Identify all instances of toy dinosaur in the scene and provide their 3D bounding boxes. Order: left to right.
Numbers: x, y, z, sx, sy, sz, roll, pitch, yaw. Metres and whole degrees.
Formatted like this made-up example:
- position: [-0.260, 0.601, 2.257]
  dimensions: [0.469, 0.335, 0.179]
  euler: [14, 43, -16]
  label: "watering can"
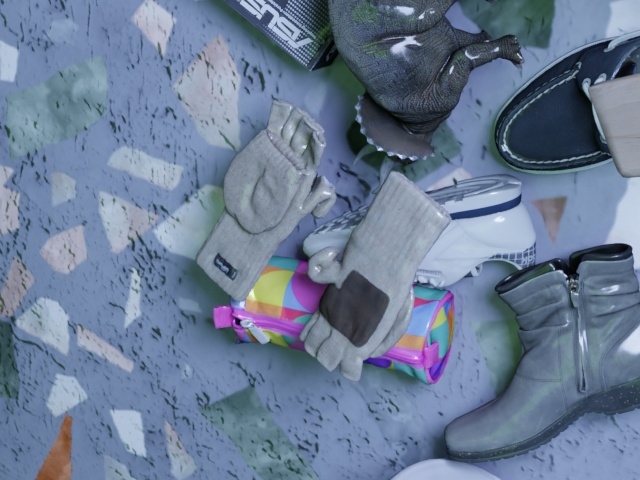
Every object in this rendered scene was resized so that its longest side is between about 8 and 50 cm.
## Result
- position: [0.075, -0.188, 1.004]
  dimensions: [0.160, 0.121, 0.313]
  euler: [-26, 121, -4]
  label: "toy dinosaur"

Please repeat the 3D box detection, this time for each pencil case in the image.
- position: [0.018, 0.079, 1.148]
  dimensions: [0.236, 0.104, 0.104]
  euler: [8, 106, 20]
  label: "pencil case"

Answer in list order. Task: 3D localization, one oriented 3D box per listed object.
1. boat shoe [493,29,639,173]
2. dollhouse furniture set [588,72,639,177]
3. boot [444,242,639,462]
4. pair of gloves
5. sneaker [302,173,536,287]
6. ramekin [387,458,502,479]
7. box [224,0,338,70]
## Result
- position: [0.282, -0.134, 0.984]
  dimensions: [0.302, 0.091, 0.114]
  euler: [-25, 92, 26]
  label: "boat shoe"
- position: [0.339, -0.287, 0.711]
  dimensions: [0.256, 0.362, 0.394]
  euler: [-4, 110, 60]
  label: "dollhouse furniture set"
- position: [0.205, 0.103, 1.076]
  dimensions: [0.246, 0.083, 0.161]
  euler: [-25, 101, 18]
  label: "boot"
- position: [0.000, 0.000, 1.069]
  dimensions: [0.240, 0.042, 0.204]
  euler: [34, 114, 28]
  label: "pair of gloves"
- position: [0.093, 0.005, 1.108]
  dimensions: [0.235, 0.090, 0.094]
  euler: [-9, 109, 26]
  label: "sneaker"
- position: [0.123, 0.359, 1.092]
  dimensions: [0.273, 0.273, 0.127]
  euler: [49, 128, 5]
  label: "ramekin"
- position: [-0.042, -0.332, 1.088]
  dimensions: [0.270, 0.060, 0.216]
  euler: [41, 114, 8]
  label: "box"
